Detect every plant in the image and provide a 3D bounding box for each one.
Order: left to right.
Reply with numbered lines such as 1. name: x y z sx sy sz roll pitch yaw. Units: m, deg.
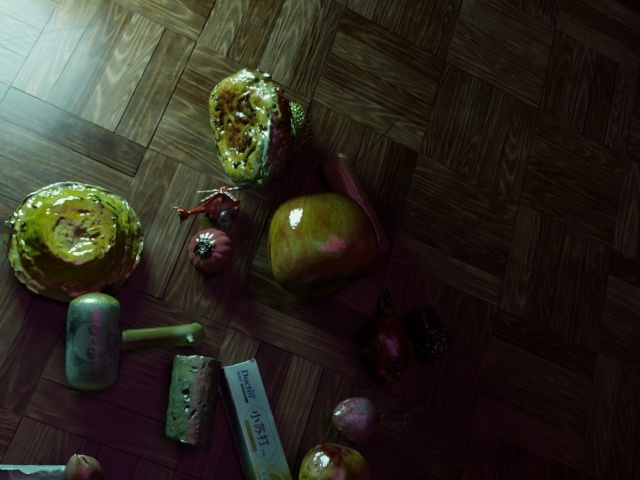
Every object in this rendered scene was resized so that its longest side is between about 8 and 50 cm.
1. plant: 0.270 0.235 1.900 0.092 0.094 0.143 -8 64 -39

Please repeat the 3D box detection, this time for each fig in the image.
1. fig: 0.027 0.577 1.668 0.159 0.159 0.257 3 91 -21

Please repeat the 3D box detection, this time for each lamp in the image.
1. lamp: -0.252 0.025 1.751 0.108 0.092 0.107 -3 75 13

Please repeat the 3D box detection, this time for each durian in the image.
1. durian: -0.112 -0.272 1.881 0.198 0.146 0.159 36 36 21

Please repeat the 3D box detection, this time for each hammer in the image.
1. hammer: -0.387 0.213 1.632 0.305 0.113 0.201 3 88 -34

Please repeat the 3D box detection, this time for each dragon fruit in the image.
1. dragon fruit: 0.162 0.224 1.854 0.125 0.125 0.246 11 51 -4

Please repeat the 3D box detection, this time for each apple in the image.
1. apple: 0.000 0.000 1.773 0.264 0.264 0.264 7 70 -20

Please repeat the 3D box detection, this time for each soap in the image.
1. soap: -0.603 0.463 1.414 0.231 0.145 0.091 -4 75 14

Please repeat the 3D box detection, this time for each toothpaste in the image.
1. toothpaste: -0.145 0.423 1.676 0.089 0.071 0.312 -12 77 -29

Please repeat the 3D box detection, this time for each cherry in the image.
1. cherry: 0.123 0.427 1.776 0.226 0.090 0.107 18 54 -25

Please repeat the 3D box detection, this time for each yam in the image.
1. yam: -0.272 0.346 1.626 0.107 0.107 0.194 11 70 -19

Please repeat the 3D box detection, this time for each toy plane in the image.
1. toy plane: -0.251 -0.075 1.769 0.126 0.194 0.077 6 110 17

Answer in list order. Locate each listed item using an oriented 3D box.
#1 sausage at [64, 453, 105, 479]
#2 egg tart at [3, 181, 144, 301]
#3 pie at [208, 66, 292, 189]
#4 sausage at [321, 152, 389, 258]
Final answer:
1. sausage: -0.437 0.608 1.428 0.088 0.088 0.433 -1 95 -23
2. egg tart: -0.523 -0.006 1.640 0.295 0.116 0.294 7 72 -21
3. pie: -0.169 -0.251 1.762 0.085 0.308 0.308 -8 75 -39
4. sausage: 0.087 -0.086 1.933 0.086 0.086 0.289 -20 82 -27
